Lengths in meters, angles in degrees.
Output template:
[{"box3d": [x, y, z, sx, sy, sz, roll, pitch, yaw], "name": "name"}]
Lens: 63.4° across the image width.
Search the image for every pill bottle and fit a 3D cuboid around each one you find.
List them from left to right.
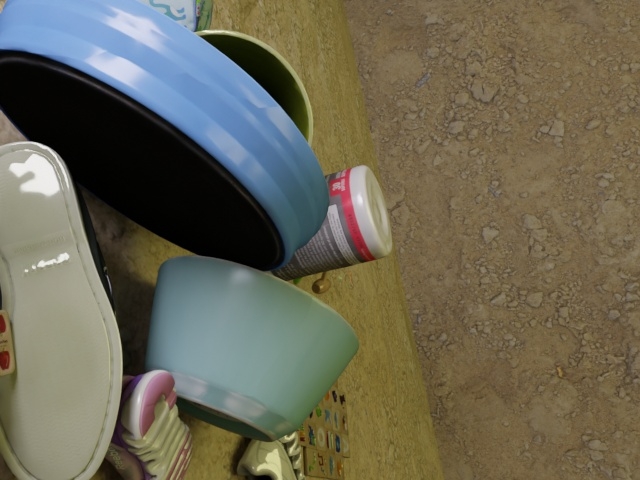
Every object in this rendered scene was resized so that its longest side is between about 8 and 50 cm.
[{"box3d": [-0.038, -0.018, 0.989, 0.176, 0.318, 0.177, -15, 90, -72], "name": "pill bottle"}]

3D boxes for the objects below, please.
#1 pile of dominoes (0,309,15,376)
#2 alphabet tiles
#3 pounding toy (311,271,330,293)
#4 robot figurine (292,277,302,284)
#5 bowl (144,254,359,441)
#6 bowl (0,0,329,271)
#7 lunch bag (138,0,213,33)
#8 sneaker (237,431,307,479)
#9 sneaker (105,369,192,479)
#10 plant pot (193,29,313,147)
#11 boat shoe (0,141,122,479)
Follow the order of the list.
[{"box3d": [-0.273, 0.065, 0.353, 0.251, 0.040, 0.196, -104, -176, -68], "name": "pile of dominoes"}, {"box3d": [0.005, 0.429, 1.274, 0.342, 0.011, 0.285, 48, 32, -55], "name": "alphabet tiles"}, {"box3d": [0.000, 0.000, 1.348, 0.154, 0.154, 0.270, 1, 76, -67], "name": "pounding toy"}, {"box3d": [-0.075, 0.055, 1.225, 0.101, 0.067, 0.115, 62, 12, 25], "name": "robot figurine"}, {"box3d": [-0.116, 0.170, 0.726, 0.312, 0.311, 0.163, 56, 46, -46], "name": "bowl"}, {"box3d": [-0.180, -0.091, 0.575, 0.077, 0.391, 0.391, -62, 143, -22], "name": "bowl"}, {"box3d": [-0.258, -0.435, 0.816, 0.090, 0.175, 0.219, -64, 168, -64], "name": "lunch bag"}, {"box3d": [-0.060, 0.469, 0.925, 0.292, 0.110, 0.118, 63, 28, -11], "name": "sneaker"}, {"box3d": [-0.223, 0.240, 0.621, 0.095, 0.104, 0.237, -70, 164, -54], "name": "sneaker"}, {"box3d": [-0.158, -0.190, 0.904, 0.293, 0.274, 0.275, -114, -174, -79], "name": "plant pot"}, {"box3d": [-0.279, 0.076, 0.544, 0.113, 0.127, 0.340, 141, -67, -74], "name": "boat shoe"}]
